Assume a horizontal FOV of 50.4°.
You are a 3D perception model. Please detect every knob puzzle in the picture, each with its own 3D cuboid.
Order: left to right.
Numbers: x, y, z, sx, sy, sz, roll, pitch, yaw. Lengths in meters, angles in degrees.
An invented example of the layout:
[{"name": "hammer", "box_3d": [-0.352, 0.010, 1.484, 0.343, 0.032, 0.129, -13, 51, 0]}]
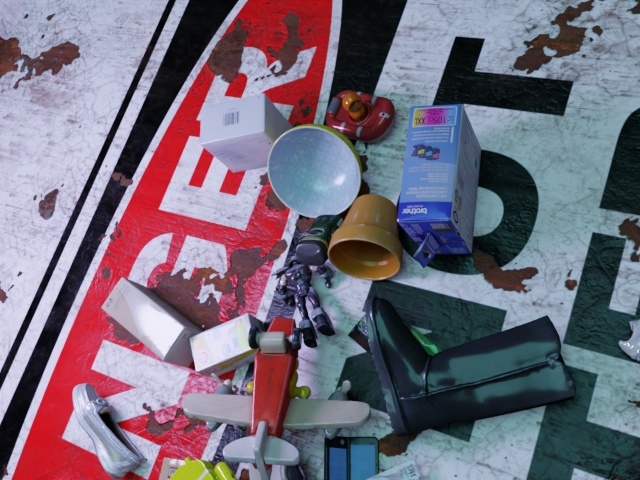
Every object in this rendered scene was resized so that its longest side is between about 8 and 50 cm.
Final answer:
[{"name": "knob puzzle", "box_3d": [-0.386, 0.728, 1.929, 0.213, 0.030, 0.213, -8, 67, 19]}]

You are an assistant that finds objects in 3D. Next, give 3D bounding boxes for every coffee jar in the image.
[{"name": "coffee jar", "box_3d": [0.000, 0.000, 1.972, 0.096, 0.079, 0.184, 0, 31, 26]}]

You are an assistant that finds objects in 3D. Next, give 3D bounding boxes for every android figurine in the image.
[{"name": "android figurine", "box_3d": [-0.325, 0.713, 1.845, 0.248, 0.056, 0.273, -51, 51, 4]}]

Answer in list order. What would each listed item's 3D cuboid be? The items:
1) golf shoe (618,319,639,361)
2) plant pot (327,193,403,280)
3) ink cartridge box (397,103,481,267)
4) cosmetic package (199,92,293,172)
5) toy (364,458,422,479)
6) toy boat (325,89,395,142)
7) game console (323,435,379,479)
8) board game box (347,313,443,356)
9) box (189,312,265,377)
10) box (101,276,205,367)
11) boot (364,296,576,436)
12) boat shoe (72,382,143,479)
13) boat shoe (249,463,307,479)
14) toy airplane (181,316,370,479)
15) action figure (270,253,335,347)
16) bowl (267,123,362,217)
[{"name": "golf shoe", "box_3d": [0.785, 0.203, 1.622, 0.086, 0.069, 0.176, 36, 86, 36]}, {"name": "plant pot", "box_3d": [0.139, -0.019, 1.918, 0.205, 0.205, 0.188, -1, 54, 23]}, {"name": "ink cartridge box", "box_3d": [0.323, -0.128, 1.826, 0.151, 0.270, 0.395, -1, 69, 24]}, {"name": "cosmetic package", "box_3d": [-0.230, -0.334, 2.166, 0.224, 0.224, 0.138, -8, 70, 20]}, {"name": "toy", "box_3d": [0.157, 0.659, 1.708, 0.237, 0.056, 0.137, -25, 73, 4]}, {"name": "toy boat", "box_3d": [0.114, -0.400, 2.089, 0.231, 0.151, 0.151, 19, 79, 28]}, {"name": "game console", "box_3d": [0.079, 0.580, 1.763, 0.085, 0.124, 0.144, -22, 59, 44]}, {"name": "board game box", "box_3d": [0.210, 0.287, 1.852, 0.259, 0.030, 0.136, 39, 86, 30]}, {"name": "box", "box_3d": [-0.267, 0.311, 1.999, 0.203, 0.103, 0.114, -23, 62, 13]}, {"name": "box", "box_3d": [-0.511, 0.252, 2.103, 0.311, 0.148, 0.121, 31, 85, 31]}, {"name": "boot", "box_3d": [0.362, 0.268, 1.694, 0.445, 0.146, 0.367, -17, 84, 16]}, {"name": "boat shoe", "box_3d": [-0.647, 0.561, 2.061, 0.103, 0.118, 0.320, -36, 65, 0]}, {"name": "boat shoe", "box_3d": [-0.087, 0.647, 1.779, 0.127, 0.113, 0.340, -48, 33, 0]}, {"name": "toy airplane", "box_3d": [-0.117, 0.440, 1.789, 0.384, 0.272, 0.386, -39, 62, -13]}, {"name": "action figure", "box_3d": [-0.044, 0.159, 1.974, 0.185, 0.099, 0.285, -28, 58, 19]}, {"name": "bowl", "box_3d": [0.000, -0.229, 2.049, 0.289, 0.289, 0.156, -5, 25, 21]}]
